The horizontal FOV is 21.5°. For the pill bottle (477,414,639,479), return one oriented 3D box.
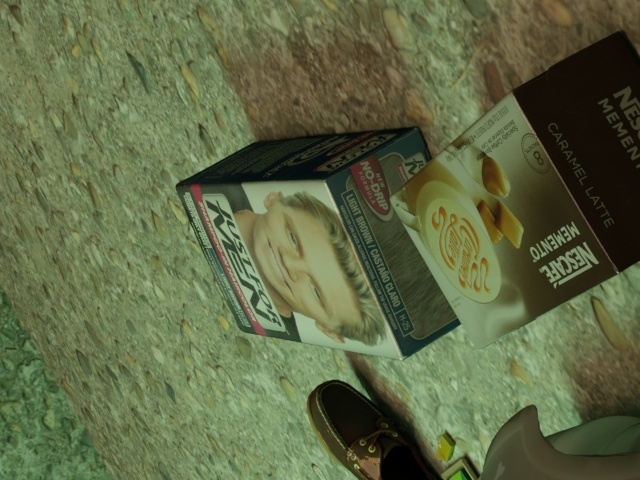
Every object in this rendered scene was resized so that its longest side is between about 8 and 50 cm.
[{"bbox_3d":[0.217,0.204,1.290,0.131,0.131,0.229,60,154,3],"label":"pill bottle"}]

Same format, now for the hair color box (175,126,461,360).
[{"bbox_3d":[0.000,0.000,1.556,0.347,0.105,0.174,1,118,64],"label":"hair color box"}]

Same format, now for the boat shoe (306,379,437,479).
[{"bbox_3d":[0.067,0.222,1.725,0.207,0.073,0.073,49,154,10],"label":"boat shoe"}]

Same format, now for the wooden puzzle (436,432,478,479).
[{"bbox_3d":[0.145,0.250,1.658,0.116,0.014,0.078,54,157,17],"label":"wooden puzzle"}]

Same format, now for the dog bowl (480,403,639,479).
[{"bbox_3d":[0.251,0.247,1.109,0.348,0.102,0.349,19,143,15],"label":"dog bowl"}]

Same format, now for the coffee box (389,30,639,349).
[{"bbox_3d":[0.157,-0.027,1.192,0.141,0.098,0.246,59,158,4],"label":"coffee box"}]
